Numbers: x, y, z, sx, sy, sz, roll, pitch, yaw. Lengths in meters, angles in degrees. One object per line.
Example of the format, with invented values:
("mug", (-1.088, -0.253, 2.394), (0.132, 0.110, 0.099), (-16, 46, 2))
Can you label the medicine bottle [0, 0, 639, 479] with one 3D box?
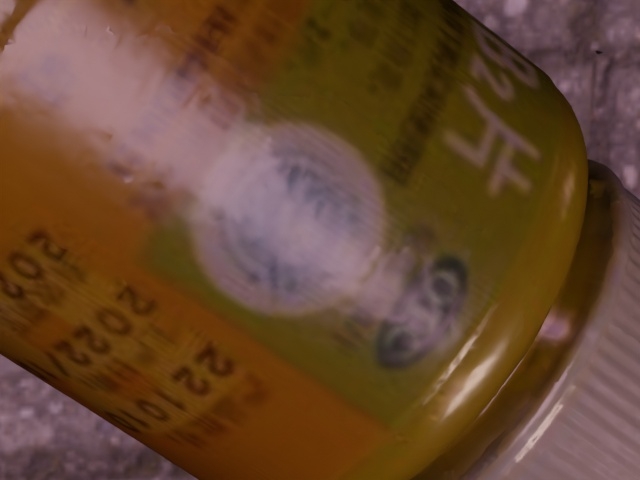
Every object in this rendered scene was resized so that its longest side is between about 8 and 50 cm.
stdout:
("medicine bottle", (0.000, 0.000, 0.669), (0.384, 0.224, 0.224), (36, 90, -17))
